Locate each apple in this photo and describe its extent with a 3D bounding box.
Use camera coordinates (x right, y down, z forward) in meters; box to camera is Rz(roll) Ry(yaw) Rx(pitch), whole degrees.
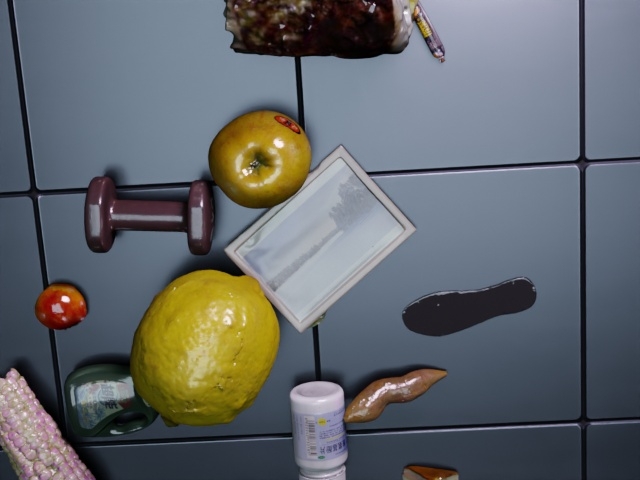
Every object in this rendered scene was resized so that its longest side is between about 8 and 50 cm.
[{"bbox_3d":[-0.104,-0.140,1.870,0.182,0.155,0.183,0,106,1],"label":"apple"}]

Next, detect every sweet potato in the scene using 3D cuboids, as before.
[{"bbox_3d":[0.136,0.282,2.007,0.218,0.051,0.065,-24,70,-12],"label":"sweet potato"}]

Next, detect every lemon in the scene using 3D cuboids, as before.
[{"bbox_3d":[-0.205,0.189,1.905,0.260,0.260,0.284,44,105,-8],"label":"lemon"}]

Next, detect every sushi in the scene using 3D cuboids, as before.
[{"bbox_3d":[0.000,-0.449,1.722,0.294,0.281,0.300,2,111,12],"label":"sushi"}]

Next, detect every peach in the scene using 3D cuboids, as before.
[{"bbox_3d":[-0.486,0.128,1.994,0.098,0.061,0.098,0,96,2],"label":"peach"}]

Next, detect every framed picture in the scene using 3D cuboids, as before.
[{"bbox_3d":[0.000,0.000,1.959,0.289,0.016,0.213,-41,98,6],"label":"framed picture"}]

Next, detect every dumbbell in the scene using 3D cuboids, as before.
[{"bbox_3d":[-0.302,-0.043,1.915,0.225,0.124,0.141,1,103,2],"label":"dumbbell"}]

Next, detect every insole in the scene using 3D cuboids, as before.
[{"bbox_3d":[0.278,0.125,2.000,0.253,0.005,0.086,-13,104,5],"label":"insole"}]

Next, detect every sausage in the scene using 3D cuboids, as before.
[{"bbox_3d":[0.167,-0.396,1.867,0.028,0.025,0.198,-27,101,15],"label":"sausage"}]

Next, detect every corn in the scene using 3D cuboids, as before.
[{"bbox_3d":[-0.530,0.404,2.032,0.126,0.126,0.335,-28,101,8],"label":"corn"}]

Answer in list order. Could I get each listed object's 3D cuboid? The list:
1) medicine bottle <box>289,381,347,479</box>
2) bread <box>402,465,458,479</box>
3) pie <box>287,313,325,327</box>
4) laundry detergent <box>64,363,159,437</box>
[{"bbox_3d":[-0.002,0.367,2.016,0.102,0.103,0.187,-3,103,2],"label":"medicine bottle"},{"bbox_3d":[0.210,0.464,2.056,0.108,0.062,0.043,7,105,3],"label":"bread"},{"bbox_3d":[-0.030,0.127,2.001,0.084,0.021,0.084,1,103,2],"label":"pie"},{"bbox_3d":[-0.363,0.297,2.026,0.221,0.078,0.144,-7,105,1],"label":"laundry detergent"}]
